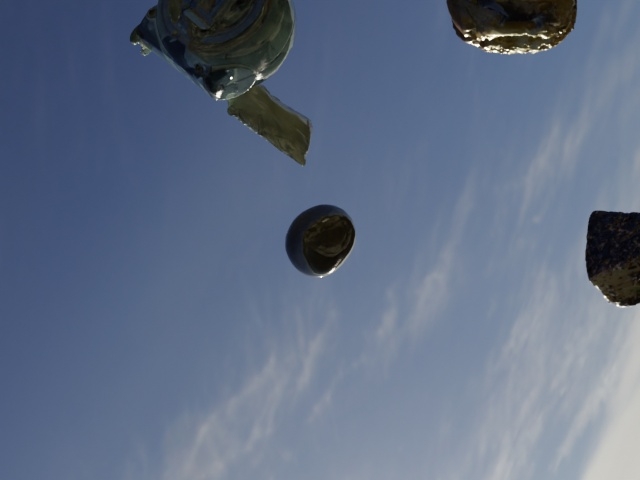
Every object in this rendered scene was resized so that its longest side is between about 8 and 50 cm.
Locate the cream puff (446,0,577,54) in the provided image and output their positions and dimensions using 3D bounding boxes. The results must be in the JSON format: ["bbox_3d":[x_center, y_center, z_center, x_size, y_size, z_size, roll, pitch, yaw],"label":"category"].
[{"bbox_3d":[0.189,-0.237,0.791,0.119,0.133,0.104,-49,-13,-29],"label":"cream puff"}]

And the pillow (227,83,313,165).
[{"bbox_3d":[-0.101,-0.251,1.642,0.229,0.050,0.128,32,-131,-37],"label":"pillow"}]

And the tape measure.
[{"bbox_3d":[-0.180,-0.403,1.493,0.275,0.256,0.147,-49,-19,-6],"label":"tape measure"}]

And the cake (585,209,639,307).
[{"bbox_3d":[0.532,0.033,1.234,0.112,0.246,0.135,34,-112,-41],"label":"cake"}]

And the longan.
[{"bbox_3d":[0.000,0.000,2.001,0.189,0.189,0.189,-32,-48,-44],"label":"longan"}]
